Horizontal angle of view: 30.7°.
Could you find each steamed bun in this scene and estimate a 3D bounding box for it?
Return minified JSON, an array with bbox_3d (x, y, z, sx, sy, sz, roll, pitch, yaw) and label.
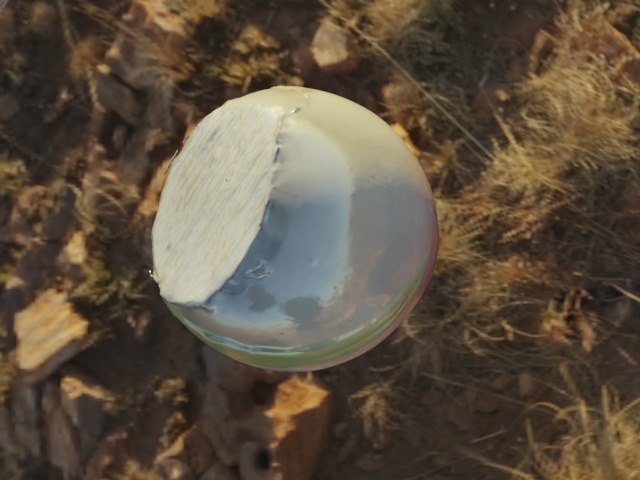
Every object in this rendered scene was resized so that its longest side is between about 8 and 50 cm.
[{"bbox_3d":[0.000,0.000,1.223,0.309,0.309,0.309,-4,82,30],"label":"steamed bun"}]

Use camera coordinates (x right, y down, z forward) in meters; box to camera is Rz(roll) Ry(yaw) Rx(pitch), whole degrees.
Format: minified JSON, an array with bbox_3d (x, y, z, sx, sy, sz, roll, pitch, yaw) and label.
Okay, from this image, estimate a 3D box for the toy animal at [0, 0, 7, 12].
[{"bbox_3d":[-0.219,-0.190,0.435,0.251,0.251,0.310,-38,59,22],"label":"toy animal"}]
